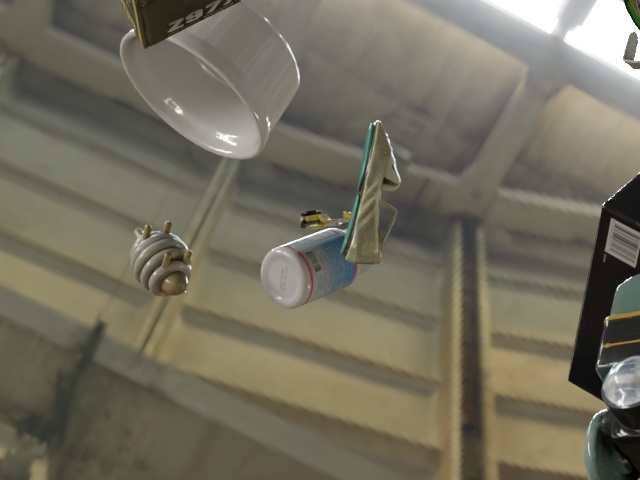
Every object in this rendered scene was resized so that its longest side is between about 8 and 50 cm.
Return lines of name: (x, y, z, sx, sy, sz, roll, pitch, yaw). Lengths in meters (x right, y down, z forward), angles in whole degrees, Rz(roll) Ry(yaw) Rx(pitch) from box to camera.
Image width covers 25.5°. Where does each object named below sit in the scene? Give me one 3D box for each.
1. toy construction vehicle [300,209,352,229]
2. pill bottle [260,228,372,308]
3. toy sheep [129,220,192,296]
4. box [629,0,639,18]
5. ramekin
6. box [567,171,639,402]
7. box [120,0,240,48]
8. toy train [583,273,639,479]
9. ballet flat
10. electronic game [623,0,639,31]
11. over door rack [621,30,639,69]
toy construction vehicle: (0.000, 0.000, 2.102, 0.098, 0.086, 0.035, -6, -159, -25)
pill bottle: (0.000, 0.033, 1.958, 0.087, 0.087, 0.160, 41, -142, 26)
toy sheep: (-0.220, 0.026, 1.944, 0.091, 0.091, 0.132, 7, -143, -42)
box: (0.406, -0.319, 1.728, 0.054, 0.059, 0.169, -38, -81, -46)
ramekin: (-0.167, -0.270, 2.230, 0.277, 0.277, 0.135, 33, -114, 10)
box: (0.356, 0.032, 1.432, 0.103, 0.261, 0.184, 30, -127, 27)
box: (-0.091, -0.358, 1.675, 0.079, 0.322, 0.257, 62, 173, 2)
toy train: (0.331, 0.171, 1.146, 0.334, 0.142, 0.190, 47, -133, -32)
ballet flat: (0.063, -0.051, 1.589, 0.052, 0.168, 0.057, 13, 166, -3)
electronic game: (0.499, -0.301, 1.831, 0.229, 0.229, 0.048, 31, -114, 5)
over door rack: (0.423, -0.256, 1.250, 0.108, 0.324, 0.239, 27, -177, 41)
